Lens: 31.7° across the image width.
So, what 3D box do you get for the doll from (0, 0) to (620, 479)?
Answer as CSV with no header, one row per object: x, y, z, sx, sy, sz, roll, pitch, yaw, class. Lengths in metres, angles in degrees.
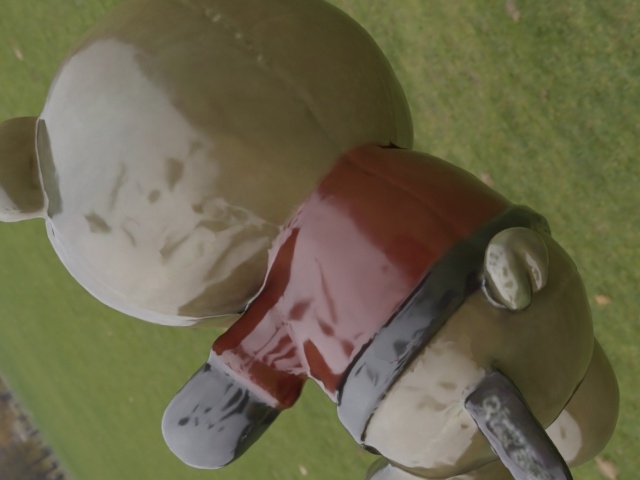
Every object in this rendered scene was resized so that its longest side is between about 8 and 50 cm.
0.000,0.000,0.545,0.330,0.235,0.174,40,151,17,doll
